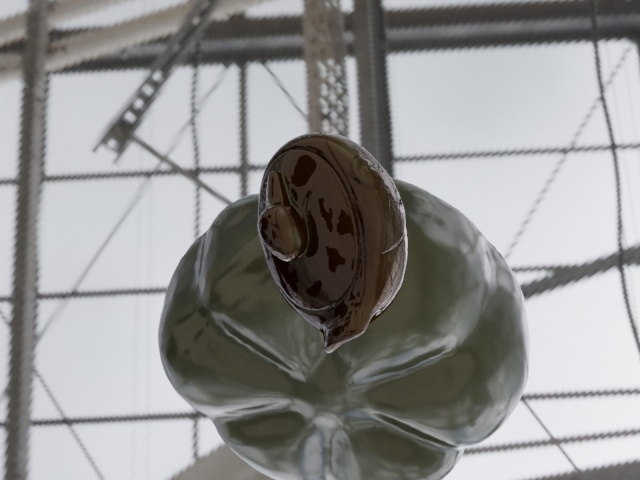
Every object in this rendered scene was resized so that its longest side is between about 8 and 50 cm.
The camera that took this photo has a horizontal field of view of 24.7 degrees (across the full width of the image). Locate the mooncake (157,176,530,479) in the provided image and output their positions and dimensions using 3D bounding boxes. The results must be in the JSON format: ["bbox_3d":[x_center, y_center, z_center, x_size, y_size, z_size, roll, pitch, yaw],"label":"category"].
[{"bbox_3d":[0.017,0.076,1.074,0.275,0.275,0.135,-15,-142,22],"label":"mooncake"}]

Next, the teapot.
[{"bbox_3d":[0.000,0.000,0.842,0.098,0.078,0.129,-31,-110,41],"label":"teapot"}]
